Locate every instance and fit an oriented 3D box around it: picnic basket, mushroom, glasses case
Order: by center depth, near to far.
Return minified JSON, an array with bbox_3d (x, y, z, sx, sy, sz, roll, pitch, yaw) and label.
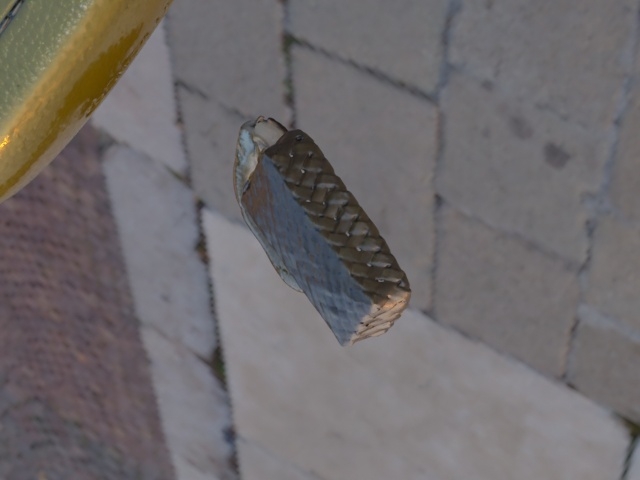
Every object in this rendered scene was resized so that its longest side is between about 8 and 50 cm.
[{"bbox_3d":[-0.191,-0.184,1.166,0.141,0.371,0.173,35,176,-6],"label":"glasses case"},{"bbox_3d":[0.000,0.000,1.405,0.193,0.055,0.110,56,150,15],"label":"picnic basket"},{"bbox_3d":[-0.038,-0.030,1.735,0.094,0.072,0.209,-34,83,34],"label":"mushroom"}]
